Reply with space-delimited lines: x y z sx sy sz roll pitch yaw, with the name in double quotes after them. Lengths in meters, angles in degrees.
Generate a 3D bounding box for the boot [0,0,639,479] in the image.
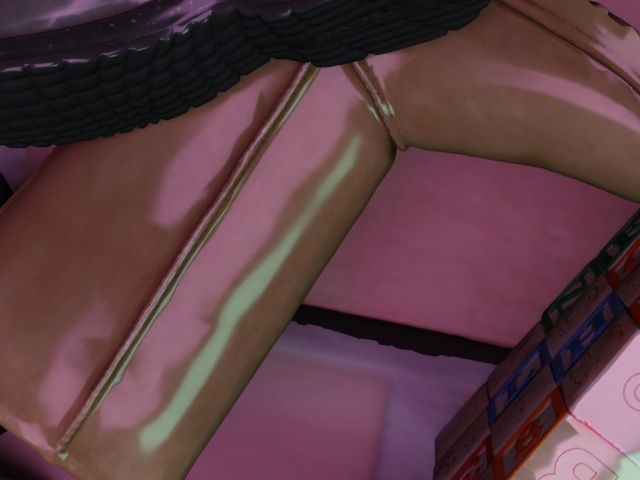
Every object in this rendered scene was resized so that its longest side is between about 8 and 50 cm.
0.000 0.000 0.487 0.236 0.089 0.269 38 95 12 "boot"

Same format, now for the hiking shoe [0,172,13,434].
-0.279 0.053 0.595 0.304 0.113 0.132 -8 102 24 "hiking shoe"

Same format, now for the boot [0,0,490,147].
-0.064 -0.133 0.435 0.246 0.083 0.161 -14 77 7 "boot"

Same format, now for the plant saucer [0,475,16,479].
-0.222 0.116 0.587 0.067 0.192 0.018 -14 61 30 "plant saucer"

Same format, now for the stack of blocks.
0.175 0.032 0.518 0.087 0.171 0.297 39 101 0 "stack of blocks"
